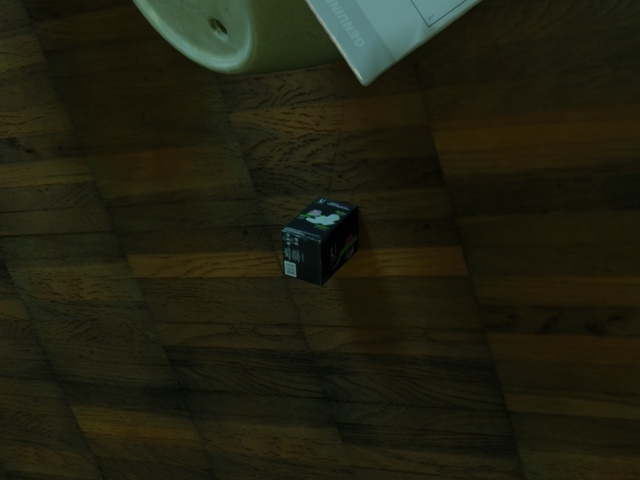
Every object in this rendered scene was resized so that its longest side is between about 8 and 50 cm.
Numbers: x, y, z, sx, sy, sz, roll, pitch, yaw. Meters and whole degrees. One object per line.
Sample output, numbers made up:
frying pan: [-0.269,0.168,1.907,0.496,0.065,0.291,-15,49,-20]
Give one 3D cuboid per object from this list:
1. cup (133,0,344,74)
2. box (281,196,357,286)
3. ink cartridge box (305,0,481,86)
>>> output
cup: [-0.032,-0.268,0.882,0.331,0.237,0.331,35,153,21]
box: [0.000,0.000,1.210,0.052,0.083,0.062,17,127,26]
ink cartridge box: [0.046,-0.293,0.726,0.296,0.261,0.066,55,175,-10]
